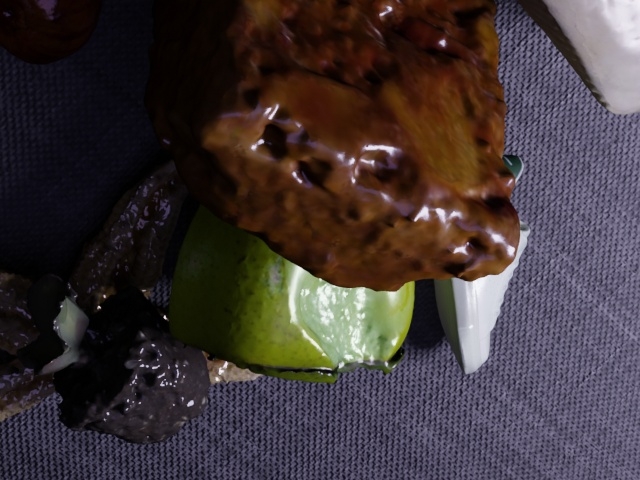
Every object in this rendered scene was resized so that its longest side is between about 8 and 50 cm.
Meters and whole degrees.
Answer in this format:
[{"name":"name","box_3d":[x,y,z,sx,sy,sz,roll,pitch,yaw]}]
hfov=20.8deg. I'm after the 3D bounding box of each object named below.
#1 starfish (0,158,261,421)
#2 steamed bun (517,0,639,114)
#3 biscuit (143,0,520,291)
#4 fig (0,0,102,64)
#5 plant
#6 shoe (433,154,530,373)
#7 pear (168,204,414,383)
[{"name":"starfish","box_3d":[-0.217,0.049,1.838,0.432,0.082,0.324,-11,122,-11]},{"name":"steamed bun","box_3d":[0.255,-0.322,1.671,0.236,0.247,0.383,-42,120,11]},{"name":"biscuit","box_3d":[0.009,-0.156,1.617,0.343,0.395,0.166,29,131,-28]},{"name":"fig","box_3d":[-0.258,-0.244,1.653,0.128,0.128,0.150,31,79,-28]},{"name":"plant","box_3d":[-0.213,0.120,1.764,0.131,0.142,0.203,-43,136,21]},{"name":"shoe","box_3d":[0.185,0.023,1.931,0.110,0.095,0.265,-14,118,-8]},{"name":"pear","box_3d":[0.000,0.000,1.778,0.292,0.159,0.292,-13,108,-46]}]
